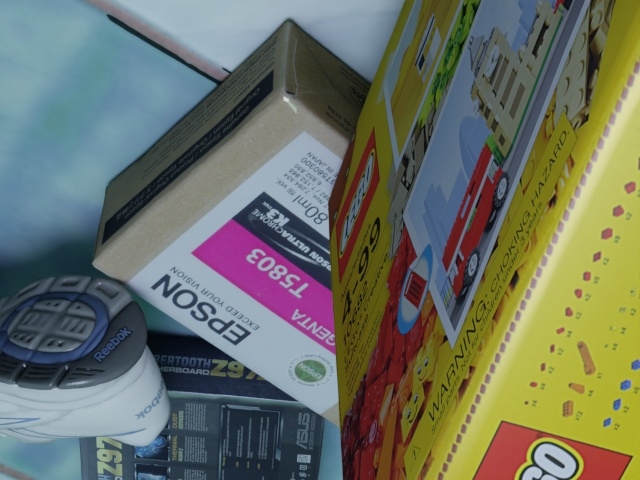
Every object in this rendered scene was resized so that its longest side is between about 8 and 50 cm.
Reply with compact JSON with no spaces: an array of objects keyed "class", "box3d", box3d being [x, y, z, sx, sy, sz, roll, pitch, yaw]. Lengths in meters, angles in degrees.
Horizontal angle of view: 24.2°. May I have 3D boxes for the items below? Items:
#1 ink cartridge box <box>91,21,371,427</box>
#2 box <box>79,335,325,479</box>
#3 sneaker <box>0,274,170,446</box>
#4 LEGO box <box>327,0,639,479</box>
[{"class":"ink cartridge box","box3d":[0.000,0.000,0.990,0.235,0.088,0.193,35,122,-25]},{"class":"box","box3d":[-0.092,0.177,1.160,0.183,0.059,0.232,4,131,0]},{"class":"sneaker","box3d":[-0.236,0.089,1.026,0.297,0.111,0.129,9,143,28]},{"class":"LEGO box","box3d":[0.175,-0.113,0.649,0.193,0.372,0.500,16,118,-10]}]
